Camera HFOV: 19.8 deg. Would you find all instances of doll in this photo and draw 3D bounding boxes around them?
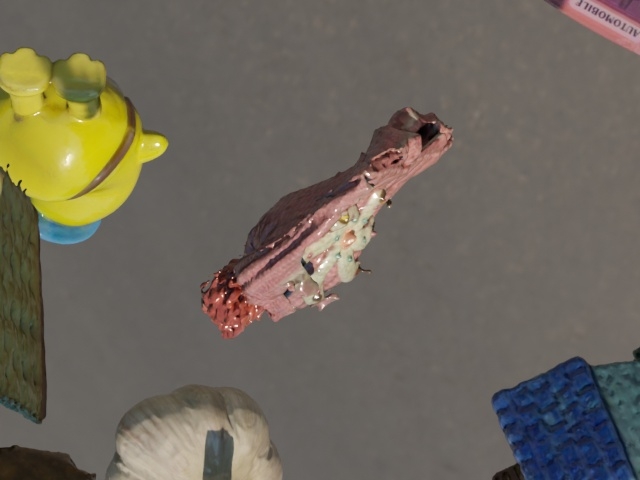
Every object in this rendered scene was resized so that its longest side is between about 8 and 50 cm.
[{"bbox_3d":[-0.257,-0.088,1.915,0.199,0.145,0.363,8,159,1],"label":"doll"}]

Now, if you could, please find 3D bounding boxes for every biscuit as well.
[{"bbox_3d":[-0.178,0.013,0.959,0.016,0.139,0.231,-6,166,5],"label":"biscuit"}]

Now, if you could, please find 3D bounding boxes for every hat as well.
[{"bbox_3d":[0.000,0.000,1.685,0.286,0.237,0.107,-40,83,25],"label":"hat"}]

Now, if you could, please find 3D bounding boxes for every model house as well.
[{"bbox_3d":[0.275,0.272,2.022,0.329,0.251,0.295,-11,149,-24],"label":"model house"}]

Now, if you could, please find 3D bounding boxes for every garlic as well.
[{"bbox_3d":[-0.128,0.282,2.063,0.218,0.218,0.212,42,177,-28],"label":"garlic"}]

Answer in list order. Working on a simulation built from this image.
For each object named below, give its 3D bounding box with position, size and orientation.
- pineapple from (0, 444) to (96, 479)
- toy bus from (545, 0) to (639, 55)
[{"bbox_3d":[-0.137,0.227,0.938,0.130,0.119,0.277,-3,134,-4],"label":"pineapple"},{"bbox_3d":[0.340,-0.336,1.934,0.203,0.233,0.427,29,-163,-1],"label":"toy bus"}]
